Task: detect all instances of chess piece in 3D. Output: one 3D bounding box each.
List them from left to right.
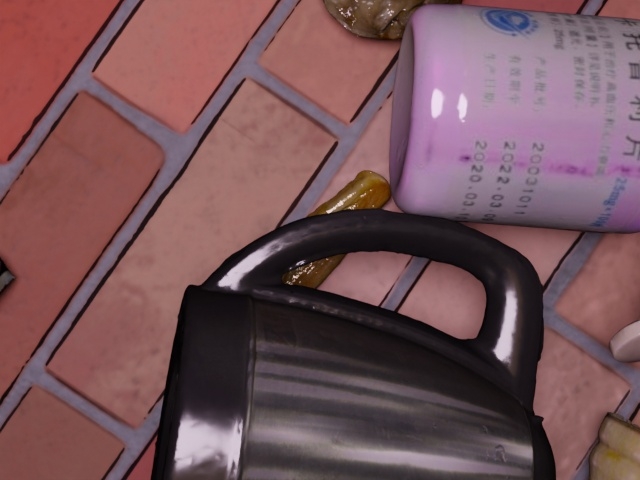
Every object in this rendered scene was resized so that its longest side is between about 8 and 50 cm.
[{"bbox_3d":[0.210,0.236,0.631,0.090,0.090,0.200,25,90,-1],"label":"chess piece"}]

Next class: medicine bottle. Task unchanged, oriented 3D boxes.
[{"bbox_3d":[0.181,-0.082,0.604,0.254,0.152,0.152,3,89,-1],"label":"medicine bottle"}]

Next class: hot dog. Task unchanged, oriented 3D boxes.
[{"bbox_3d":[0.000,0.000,0.656,0.044,0.028,0.137,39,90,-27],"label":"hot dog"}]

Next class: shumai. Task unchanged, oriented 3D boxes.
[{"bbox_3d":[0.064,-0.230,0.637,0.123,0.105,0.139,27,63,2],"label":"shumai"}]

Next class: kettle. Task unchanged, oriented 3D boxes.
[{"bbox_3d":[0.028,0.131,0.589,0.271,0.207,0.251,10,56,-10],"label":"kettle"}]

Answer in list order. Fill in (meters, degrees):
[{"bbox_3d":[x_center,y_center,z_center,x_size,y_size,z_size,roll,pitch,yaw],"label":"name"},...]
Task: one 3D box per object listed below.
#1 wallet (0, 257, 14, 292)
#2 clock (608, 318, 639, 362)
[{"bbox_3d":[-0.331,0.075,0.591,0.122,0.031,0.232,30,58,3],"label":"wallet"},{"bbox_3d":[0.311,0.040,0.607,0.229,0.156,0.063,-12,57,0],"label":"clock"}]
